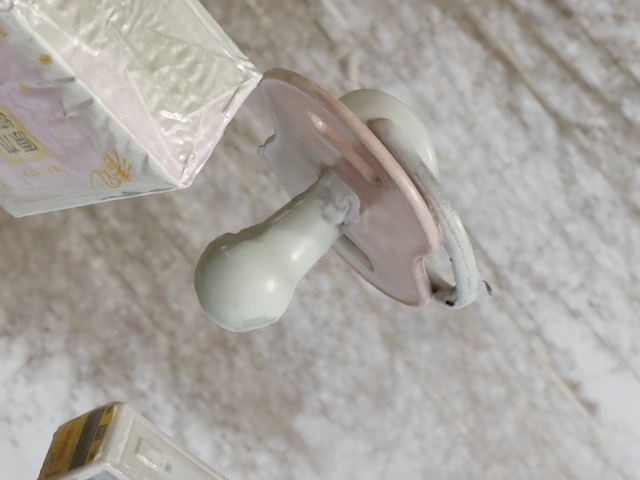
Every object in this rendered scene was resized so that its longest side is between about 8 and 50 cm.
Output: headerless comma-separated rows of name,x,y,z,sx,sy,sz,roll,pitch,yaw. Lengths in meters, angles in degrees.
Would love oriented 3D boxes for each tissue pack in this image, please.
tissue pack,-0.185,-0.122,1.173,0.225,0.185,0.124,-6,-136,52

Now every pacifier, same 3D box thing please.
pacifier,0.010,-0.030,1.634,0.273,0.220,0.332,-6,159,-3

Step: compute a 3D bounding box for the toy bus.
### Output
toy bus,-0.125,0.291,1.726,0.138,0.342,0.097,-30,-148,37
